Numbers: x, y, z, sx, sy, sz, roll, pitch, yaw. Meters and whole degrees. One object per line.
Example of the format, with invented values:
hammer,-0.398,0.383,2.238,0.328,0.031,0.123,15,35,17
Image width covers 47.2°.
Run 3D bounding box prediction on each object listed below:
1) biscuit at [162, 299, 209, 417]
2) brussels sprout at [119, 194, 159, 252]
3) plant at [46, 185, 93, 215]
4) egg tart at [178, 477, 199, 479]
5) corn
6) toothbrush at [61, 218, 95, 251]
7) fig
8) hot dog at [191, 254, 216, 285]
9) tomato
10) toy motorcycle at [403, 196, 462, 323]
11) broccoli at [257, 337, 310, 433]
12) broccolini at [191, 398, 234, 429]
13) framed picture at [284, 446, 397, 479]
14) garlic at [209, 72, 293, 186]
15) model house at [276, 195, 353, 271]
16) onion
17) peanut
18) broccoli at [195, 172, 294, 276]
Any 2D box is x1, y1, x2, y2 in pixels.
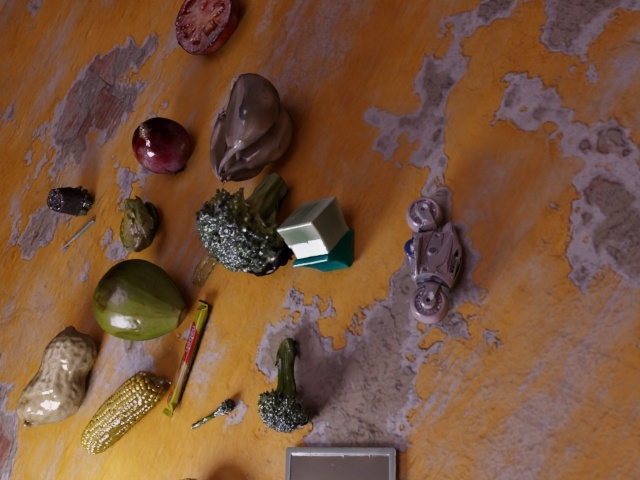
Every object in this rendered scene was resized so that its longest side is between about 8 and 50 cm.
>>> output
biscuit,-0.326,0.288,1.793,0.048,0.026,0.291,9,80,61
brussels sprout,-0.497,-0.036,2.001,0.139,0.100,0.181,-55,50,24
plant,-0.751,-0.121,2.212,0.092,0.143,0.094,20,96,23
egg tart,-0.271,0.624,1.587,0.213,0.090,0.212,-16,63,34
corn,-0.496,0.424,1.834,0.310,0.101,0.101,-41,53,21
toothbrush,-0.744,-0.014,2.248,0.167,0.011,0.014,-38,60,24
fig,-0.455,0.155,1.827,0.230,0.207,0.207,29,94,42
hot dog,-0.295,0.071,1.839,0.090,0.030,0.034,-57,41,9
tomato,-0.304,-0.613,2.050,0.225,0.085,0.224,-11,70,33
toy motorcycle,0.217,0.034,1.401,0.112,0.112,0.254,-17,63,34
broccoli,-0.078,0.303,1.550,0.118,0.122,0.204,-12,52,20
broccolini,-0.252,0.401,1.695,0.140,0.030,0.035,-33,48,31
framed picture,0.036,0.510,1.425,0.274,0.017,0.217,-10,69,37
garlic,-0.185,-0.269,1.750,0.237,0.210,0.292,-26,47,17
model house,0.000,0.000,1.564,0.100,0.149,0.127,-13,23,38
onion,-0.439,-0.265,1.966,0.160,0.195,0.159,-5,73,16
peanut,-0.704,0.385,1.997,0.159,0.143,0.291,28,87,8
broccoli,-0.151,-0.040,1.685,0.247,0.263,0.243,28,65,10
